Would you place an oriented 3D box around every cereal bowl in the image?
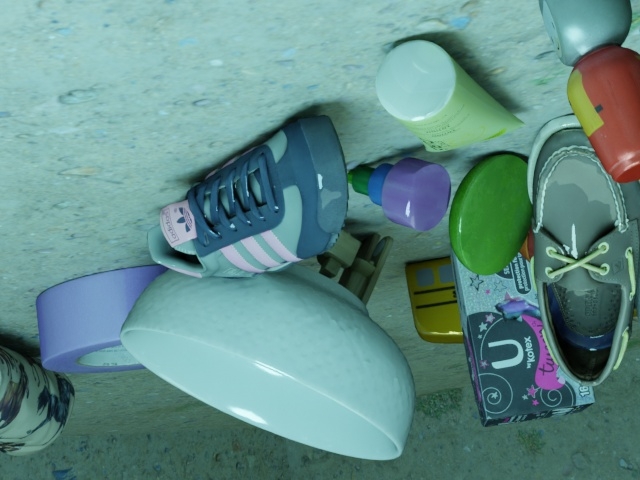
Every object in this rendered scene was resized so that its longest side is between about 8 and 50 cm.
[{"bbox_3d":[-0.044,0.117,1.326,0.339,0.141,0.339,21,160,8],"label":"cereal bowl"}]

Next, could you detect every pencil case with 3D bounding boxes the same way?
[{"bbox_3d":[-0.503,0.234,1.768,0.183,0.160,0.410,0,167,5],"label":"pencil case"}]

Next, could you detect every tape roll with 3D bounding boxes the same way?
[{"bbox_3d":[-0.233,0.107,1.560,0.275,0.090,0.275,-8,167,-2],"label":"tape roll"}]

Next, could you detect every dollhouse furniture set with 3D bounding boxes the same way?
[{"bbox_3d":[0.000,0.000,1.396,0.151,0.123,0.144,34,151,-16],"label":"dollhouse furniture set"}]

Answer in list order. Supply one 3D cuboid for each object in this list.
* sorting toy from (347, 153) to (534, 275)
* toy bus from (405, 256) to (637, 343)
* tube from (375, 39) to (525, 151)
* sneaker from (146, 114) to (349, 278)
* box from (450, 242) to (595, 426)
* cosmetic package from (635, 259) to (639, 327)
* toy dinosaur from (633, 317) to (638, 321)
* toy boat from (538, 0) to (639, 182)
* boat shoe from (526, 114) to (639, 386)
[{"bbox_3d":[0.158,-0.036,1.261,0.126,0.127,0.365,19,-174,42],"label":"sorting toy"},{"bbox_3d":[0.296,0.075,1.680,0.332,0.130,0.108,-10,166,6],"label":"toy bus"},{"bbox_3d":[0.107,-0.104,0.966,0.070,0.062,0.240,30,-176,18],"label":"tube"},{"bbox_3d":[-0.072,-0.022,1.067,0.131,0.112,0.319,-7,166,-20],"label":"sneaker"},{"bbox_3d":[0.254,0.107,1.531,0.142,0.247,0.163,-11,166,4],"label":"box"},{"bbox_3d":[0.539,0.033,1.142,0.393,0.329,0.327,-9,176,-2],"label":"cosmetic package"},{"bbox_3d":[0.502,0.071,1.850,0.295,0.127,0.200,-15,179,-31],"label":"toy dinosaur"},{"bbox_3d":[0.244,-0.162,0.676,0.267,0.148,0.318,-6,160,-34],"label":"toy boat"},{"bbox_3d":[0.267,0.019,1.194,0.116,0.097,0.324,2,137,17],"label":"boat shoe"}]
